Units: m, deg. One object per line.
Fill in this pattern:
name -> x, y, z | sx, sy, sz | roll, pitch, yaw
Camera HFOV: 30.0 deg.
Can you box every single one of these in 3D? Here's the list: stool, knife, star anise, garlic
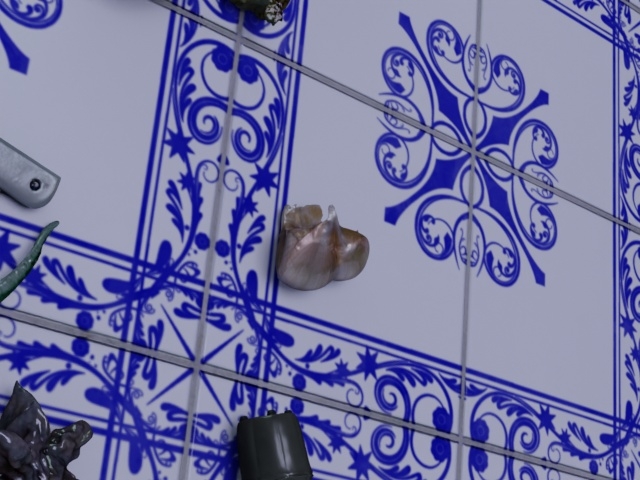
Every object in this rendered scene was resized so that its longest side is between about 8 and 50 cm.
stool -> -0.063, 0.281, 1.578 | 0.096, 0.096, 0.110 | 1, 70, -40
knife -> -0.433, -0.115, 1.419 | 0.265, 0.040, 0.073 | 32, 69, -30
star anise -> -0.335, 0.289, 1.323 | 0.283, 0.129, 0.212 | -42, 112, -41
garlic -> 0.006, 0.010, 1.722 | 0.174, 0.099, 0.124 | 0, 92, -41

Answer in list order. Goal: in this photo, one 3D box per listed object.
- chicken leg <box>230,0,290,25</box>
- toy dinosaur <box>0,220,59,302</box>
chicken leg -> -0.065, -0.517, 1.804 | 0.201, 0.153, 0.429 | 16, 74, -23
toy dinosaur -> -0.420, 0.061, 1.338 | 0.383, 0.076, 0.129 | -49, 142, -32
